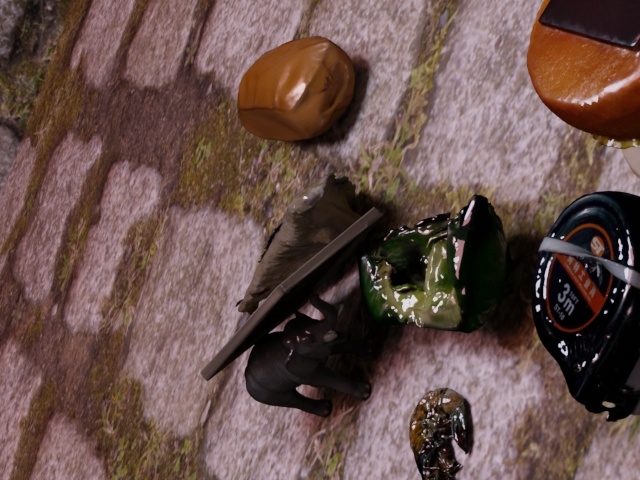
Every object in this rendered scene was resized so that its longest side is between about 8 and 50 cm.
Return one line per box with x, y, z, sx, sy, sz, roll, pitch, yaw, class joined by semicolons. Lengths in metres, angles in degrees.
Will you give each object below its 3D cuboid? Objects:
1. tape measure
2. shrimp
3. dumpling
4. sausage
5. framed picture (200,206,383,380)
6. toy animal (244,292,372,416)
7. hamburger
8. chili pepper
0.279;0.046;1.648;0.181;0.107;0.182;-61;28;25;tape measure
0.130;0.223;1.891;0.091;0.034;0.161;-51;31;32;shrimp
0.000;0.004;2.233;0.086;0.166;0.332;53;151;10;dumpling
-0.038;-0.207;2.412;0.241;0.120;0.136;-5;53;62;sausage
-0.034;0.068;2.092;0.189;0.023;0.260;-39;-5;-35;framed picture
-0.004;0.139;2.096;0.269;0.137;0.082;135;148;-55;toy animal
0.339;-0.177;1.552;0.291;0.225;0.291;-39;37;36;hamburger
0.138;0.033;1.944;0.264;0.116;0.148;-8;77;62;chili pepper
